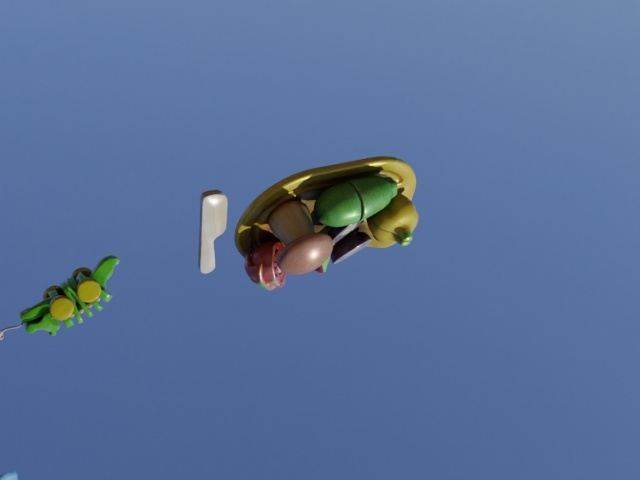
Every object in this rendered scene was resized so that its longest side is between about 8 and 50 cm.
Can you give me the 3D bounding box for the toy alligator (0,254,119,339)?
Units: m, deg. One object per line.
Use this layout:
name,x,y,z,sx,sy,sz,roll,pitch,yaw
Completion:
toy alligator,-0.310,0.086,1.639,0.189,0.051,0.056,-34,-158,-8

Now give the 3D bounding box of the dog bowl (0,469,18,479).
dog bowl,-0.342,0.274,1.156,0.166,0.074,0.297,-29,176,10

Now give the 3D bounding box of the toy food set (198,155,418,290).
toy food set,0.000,0.000,1.217,0.218,0.128,0.071,-13,-124,-24
